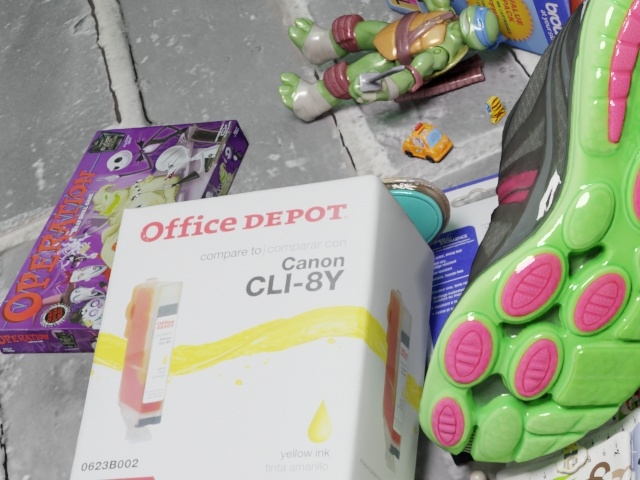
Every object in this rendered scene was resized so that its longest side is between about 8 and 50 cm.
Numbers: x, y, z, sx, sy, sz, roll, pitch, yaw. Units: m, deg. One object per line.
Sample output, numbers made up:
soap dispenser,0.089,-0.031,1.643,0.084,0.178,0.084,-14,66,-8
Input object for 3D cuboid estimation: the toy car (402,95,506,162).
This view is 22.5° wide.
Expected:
toy car,0.149,-0.138,1.856,0.122,0.040,0.060,-36,40,-13

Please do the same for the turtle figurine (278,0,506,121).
turtle figurine,0.054,-0.253,1.883,0.266,0.197,0.275,-16,-6,37

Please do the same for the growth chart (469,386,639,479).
growth chart,0.215,0.217,1.385,0.237,0.021,0.172,-34,30,24

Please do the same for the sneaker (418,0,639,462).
sneaker,0.231,-0.023,1.412,0.202,0.185,0.482,-99,33,-81

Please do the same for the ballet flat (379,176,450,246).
ballet flat,0.000,0.000,1.684,0.316,0.107,0.106,-27,23,24

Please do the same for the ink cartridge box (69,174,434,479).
ink cartridge box,-0.063,0.150,1.476,0.279,0.160,0.384,-7,57,23

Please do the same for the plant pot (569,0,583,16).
plant pot,0.390,-0.179,1.626,0.267,0.267,0.235,1,56,27

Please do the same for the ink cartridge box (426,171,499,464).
ink cartridge box,0.182,0.063,1.596,0.165,0.065,0.332,-17,41,11

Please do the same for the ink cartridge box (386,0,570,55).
ink cartridge box,0.224,-0.372,1.898,0.395,0.270,0.151,22,60,42

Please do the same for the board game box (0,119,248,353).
board game box,-0.233,-0.009,1.904,0.208,0.056,0.346,-6,43,27
